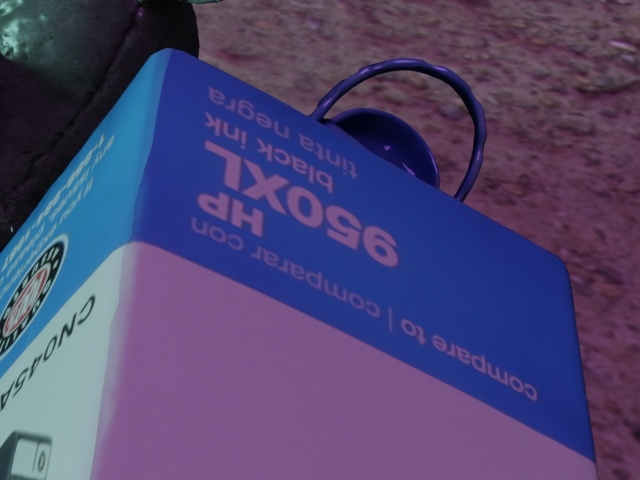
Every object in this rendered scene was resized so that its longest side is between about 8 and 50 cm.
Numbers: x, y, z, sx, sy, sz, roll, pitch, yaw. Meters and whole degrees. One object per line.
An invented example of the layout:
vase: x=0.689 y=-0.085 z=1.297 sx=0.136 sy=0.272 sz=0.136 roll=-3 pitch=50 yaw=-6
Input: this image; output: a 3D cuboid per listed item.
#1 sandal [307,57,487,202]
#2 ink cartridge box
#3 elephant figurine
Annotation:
sandal: x=0.000 y=0.000 z=0.846 sx=0.126 sy=0.138 sz=0.317 roll=36 pitch=41 yaw=-7
ink cartridge box: x=-0.064 y=0.186 z=0.425 sx=0.166 sy=0.285 sz=0.395 roll=28 pitch=35 yaw=-21
elephant figurine: x=-0.164 y=-0.038 z=0.826 sx=0.169 sy=0.186 sz=0.239 roll=25 pitch=76 yaw=8
